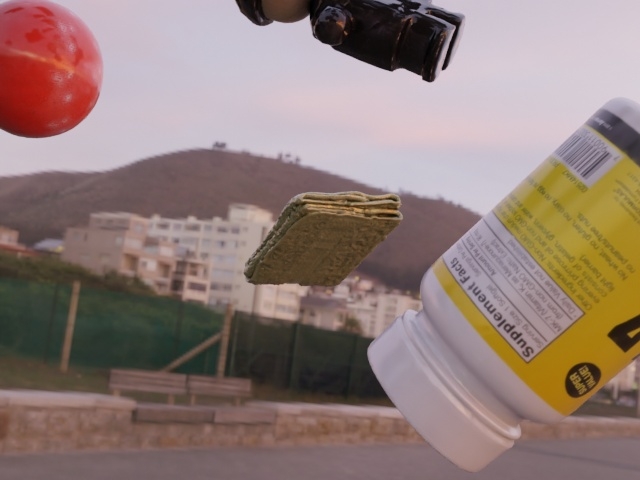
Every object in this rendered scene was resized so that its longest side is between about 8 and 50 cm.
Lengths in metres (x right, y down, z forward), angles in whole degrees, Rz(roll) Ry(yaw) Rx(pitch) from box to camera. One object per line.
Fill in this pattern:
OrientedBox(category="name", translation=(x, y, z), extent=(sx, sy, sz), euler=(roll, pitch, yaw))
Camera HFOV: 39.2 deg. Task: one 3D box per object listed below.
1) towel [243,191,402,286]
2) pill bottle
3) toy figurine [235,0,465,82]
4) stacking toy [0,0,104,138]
OrientedBox(category="towel", translation=(0.000, 0.000, 0.817), extent=(0.110, 0.027, 0.148), euler=(4, -33, -26))
OrientedBox(category="pill bottle", translation=(0.134, 0.030, 0.521), extent=(0.119, 0.208, 0.119), euler=(43, 12, -12))
OrientedBox(category="toy figurine", translation=(0.032, -0.217, 0.499), extent=(0.148, 0.210, 0.213), euler=(25, -6, 14))
OrientedBox(category="stacking toy", translation=(-0.301, -0.113, 0.545), extent=(0.330, 0.141, 0.141), euler=(4, -6, -20))
